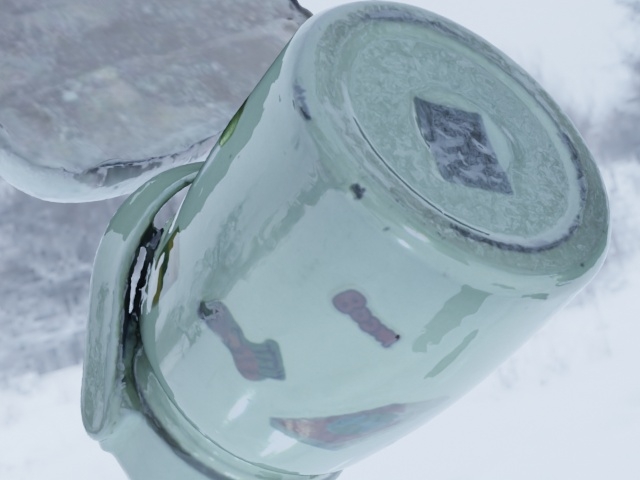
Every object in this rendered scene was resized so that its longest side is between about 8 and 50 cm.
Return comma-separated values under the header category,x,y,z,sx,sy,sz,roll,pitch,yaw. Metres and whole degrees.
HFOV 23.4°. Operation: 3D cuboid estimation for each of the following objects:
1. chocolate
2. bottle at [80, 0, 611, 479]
category,x,y,z,sx,sy,sz,roll,pitch,yaw
chocolate,-0.132,-0.113,1.073,0.303,0.185,0.100,-23,-23,-45
bottle,-0.013,0.038,0.923,0.229,0.229,0.352,-15,-26,-45
